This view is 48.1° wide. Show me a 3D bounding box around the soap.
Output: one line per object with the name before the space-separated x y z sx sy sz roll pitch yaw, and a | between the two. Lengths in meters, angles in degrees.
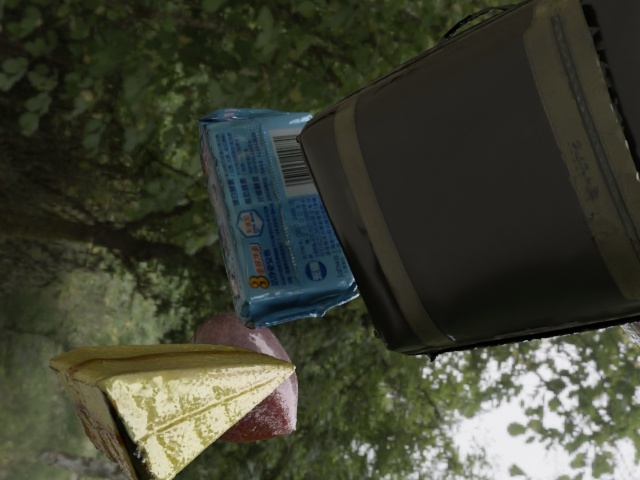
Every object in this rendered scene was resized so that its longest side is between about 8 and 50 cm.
soap | -0.054 -0.037 0.877 0.077 0.156 0.293 131 -51 -64

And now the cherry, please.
cherry | -0.154 0.254 1.311 0.206 0.239 0.239 -132 -129 -61

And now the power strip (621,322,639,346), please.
power strip | 0.421 0.067 1.052 0.037 0.279 0.109 -42 172 3

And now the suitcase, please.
suitcase | 0.174 -0.063 0.635 0.434 0.194 0.283 -19 -85 41

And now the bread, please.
bread | -0.189 0.163 0.933 0.167 0.264 0.163 7 -56 46
